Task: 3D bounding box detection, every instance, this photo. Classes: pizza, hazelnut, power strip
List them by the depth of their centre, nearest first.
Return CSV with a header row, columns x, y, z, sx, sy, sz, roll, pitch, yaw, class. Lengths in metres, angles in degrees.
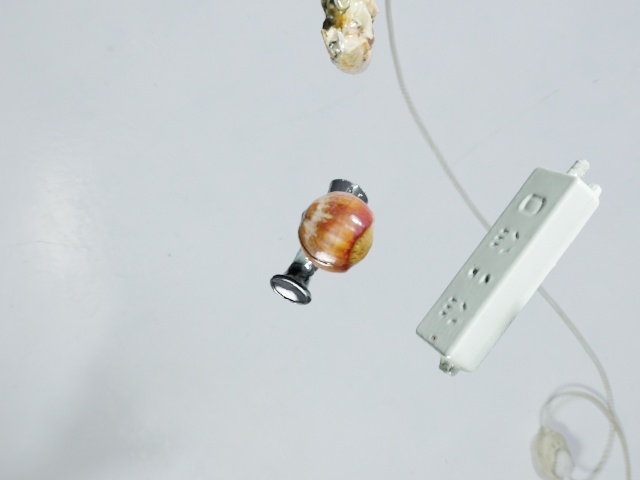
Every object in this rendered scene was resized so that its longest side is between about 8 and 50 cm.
x,y,z,sx,sy,sz,roll,pitch,yaw,class
0.026,-0.250,0.703,0.052,0.185,0.195,-6,105,8,pizza
0.018,-0.011,0.825,0.086,0.086,0.086,0,94,2,hazelnut
0.248,0.028,1.013,0.058,0.098,0.338,37,90,-25,power strip

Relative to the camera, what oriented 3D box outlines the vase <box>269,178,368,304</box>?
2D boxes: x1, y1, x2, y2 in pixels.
x,y,z,sx,sy,sz,roll,pitch,yaw,class
0.000,0.000,0.969,0.059,0.059,0.167,31,63,-1,vase
